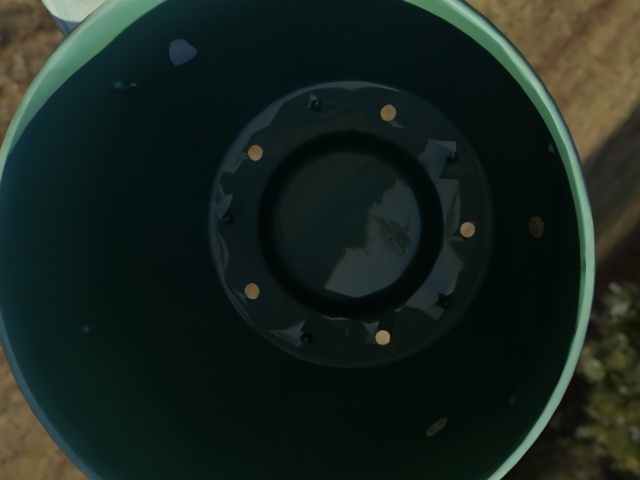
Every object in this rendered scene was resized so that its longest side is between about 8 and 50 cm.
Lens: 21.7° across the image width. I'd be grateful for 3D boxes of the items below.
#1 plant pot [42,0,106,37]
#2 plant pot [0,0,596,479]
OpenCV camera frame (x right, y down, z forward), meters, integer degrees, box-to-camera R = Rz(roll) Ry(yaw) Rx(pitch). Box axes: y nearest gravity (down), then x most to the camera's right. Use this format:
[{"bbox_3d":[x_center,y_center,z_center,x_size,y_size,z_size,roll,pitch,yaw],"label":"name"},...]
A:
[{"bbox_3d":[-0.119,-0.264,1.234,0.248,0.247,0.252,-19,139,-8],"label":"plant pot"},{"bbox_3d":[0.000,0.000,0.898,0.293,0.293,0.235,-56,174,8],"label":"plant pot"}]
